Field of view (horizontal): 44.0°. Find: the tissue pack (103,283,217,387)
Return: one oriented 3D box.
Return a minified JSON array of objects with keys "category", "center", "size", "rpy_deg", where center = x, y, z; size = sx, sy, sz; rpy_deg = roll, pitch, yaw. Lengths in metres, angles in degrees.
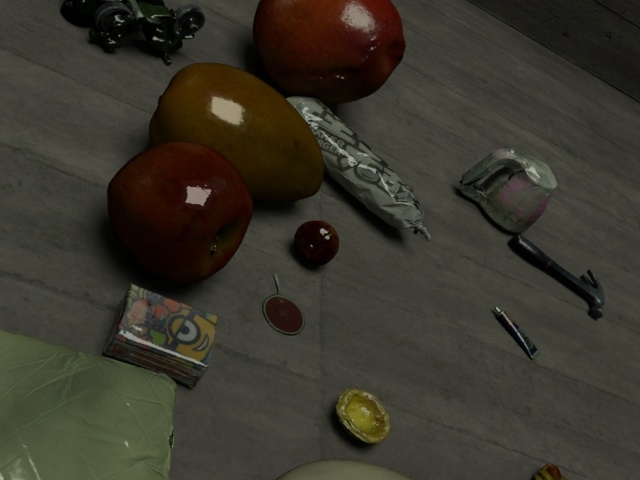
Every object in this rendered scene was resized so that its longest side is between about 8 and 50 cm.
[{"category":"tissue pack","center":[-0.238,0.143,1.192],"size":[0.148,0.060,0.109],"rpy_deg":[24,39,-18]}]

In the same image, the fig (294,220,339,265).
[{"category":"fig","center":[0.000,0.000,1.538],"size":[0.089,0.089,0.125],"rpy_deg":[43,16,4]}]

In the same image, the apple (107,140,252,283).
[{"category":"apple","center":[-0.229,-0.052,1.282],"size":[0.230,0.230,0.230],"rpy_deg":[23,40,-21]}]

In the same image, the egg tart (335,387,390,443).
[{"category":"egg tart","center":[0.066,0.295,1.311],"size":[0.105,0.039,0.105],"rpy_deg":[23,39,-21]}]

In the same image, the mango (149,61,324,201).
[{"category":"mango","center":[-0.146,-0.192,1.495],"size":[0.378,0.221,0.264],"rpy_deg":[21,34,-39]}]

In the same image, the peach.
[{"category":"peach","center":[0.021,-0.473,1.851],"size":[0.372,0.290,0.373],"rpy_deg":[15,32,-10]}]

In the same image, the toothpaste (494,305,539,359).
[{"category":"toothpaste","center":[0.429,0.199,1.737],"size":[0.140,0.021,0.037],"rpy_deg":[51,43,11]}]

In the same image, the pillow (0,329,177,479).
[{"category":"pillow","center":[-0.312,0.256,1.003],"size":[0.274,0.076,0.281],"rpy_deg":[22,34,-26]}]

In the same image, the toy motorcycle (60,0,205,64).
[{"category":"toy motorcycle","center":[-0.397,-0.487,1.666],"size":[0.275,0.127,0.205],"rpy_deg":[-8,56,-37]}]

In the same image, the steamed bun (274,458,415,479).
[{"category":"steamed bun","center":[0.060,0.391,0.971],"size":[0.324,0.206,0.324],"rpy_deg":[19,3,-1]}]

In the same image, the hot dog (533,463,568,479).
[{"category":"hot dog","center":[0.423,0.465,1.422],"size":[0.078,0.061,0.169],"rpy_deg":[27,38,-14]}]

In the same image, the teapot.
[{"category":"teapot","center":[0.487,-0.147,2.011],"size":[0.221,0.178,0.163],"rpy_deg":[39,36,1]}]

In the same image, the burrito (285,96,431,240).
[{"category":"burrito","center":[0.084,-0.157,1.744],"size":[0.445,0.101,0.139],"rpy_deg":[43,29,9]}]

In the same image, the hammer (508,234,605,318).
[{"category":"hammer","center":[0.598,0.071,1.997],"size":[0.289,0.037,0.137],"rpy_deg":[35,37,-7]}]

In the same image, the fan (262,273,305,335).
[{"category":"fan","center":[-0.069,0.112,1.414],"size":[0.085,0.005,0.133],"rpy_deg":[13,45,-30]}]
